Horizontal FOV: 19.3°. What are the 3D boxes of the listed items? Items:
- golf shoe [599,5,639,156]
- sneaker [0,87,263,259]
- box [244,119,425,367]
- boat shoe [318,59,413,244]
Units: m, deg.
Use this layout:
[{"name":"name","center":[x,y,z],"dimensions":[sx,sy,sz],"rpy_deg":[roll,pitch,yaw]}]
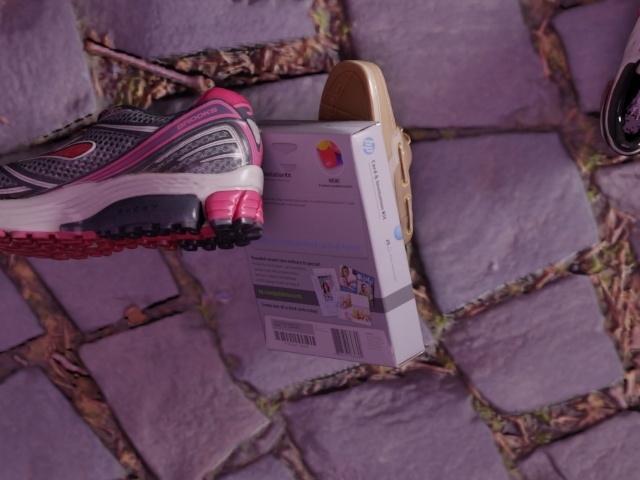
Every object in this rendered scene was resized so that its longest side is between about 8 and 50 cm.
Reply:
[{"name":"golf shoe","center":[0.260,-0.146,1.380],"dimensions":[0.067,0.086,0.186],"rpy_deg":[20,109,3]},{"name":"sneaker","center":[-0.177,-0.047,1.469],"dimensions":[0.299,0.121,0.112],"rpy_deg":[-4,78,21]},{"name":"box","center":[0.000,0.000,1.454],"dimensions":[0.145,0.038,0.186],"rpy_deg":[4,114,44]},{"name":"boat shoe","center":[0.041,-0.064,1.455],"dimensions":[0.063,0.059,0.170],"rpy_deg":[20,124,40]}]
